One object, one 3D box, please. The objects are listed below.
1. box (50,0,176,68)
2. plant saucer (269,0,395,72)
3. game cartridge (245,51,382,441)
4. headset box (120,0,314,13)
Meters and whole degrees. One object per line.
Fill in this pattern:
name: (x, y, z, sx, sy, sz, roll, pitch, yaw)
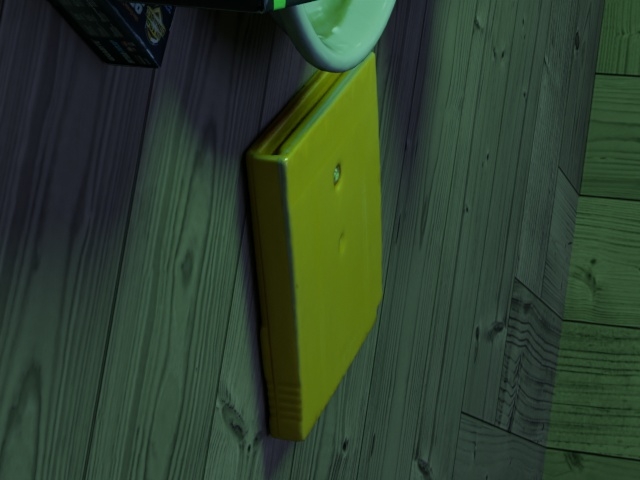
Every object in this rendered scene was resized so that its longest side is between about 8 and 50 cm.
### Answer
box: (-0.153, -0.248, 1.187, 0.220, 0.051, 0.175, 50, 49, -65)
plant saucer: (-0.010, -0.354, 1.503, 0.400, 0.101, 0.400, 5, 90, -71)
game cartridge: (0.000, 0.000, 1.731, 0.285, 0.053, 0.323, -54, 147, -56)
headset box: (-0.029, -0.302, 1.185, 0.283, 0.131, 0.246, -24, 118, -54)
